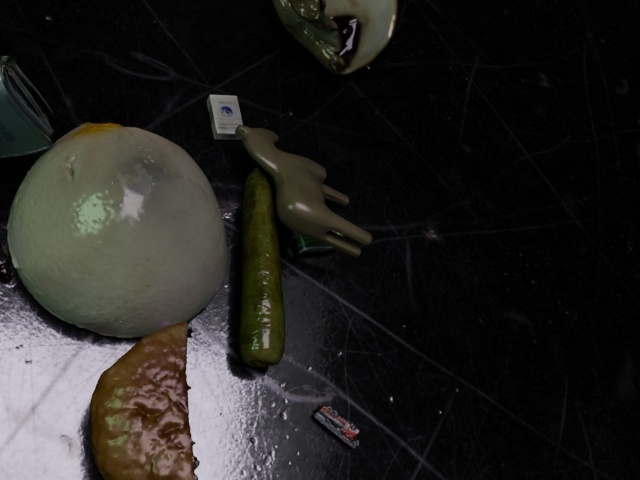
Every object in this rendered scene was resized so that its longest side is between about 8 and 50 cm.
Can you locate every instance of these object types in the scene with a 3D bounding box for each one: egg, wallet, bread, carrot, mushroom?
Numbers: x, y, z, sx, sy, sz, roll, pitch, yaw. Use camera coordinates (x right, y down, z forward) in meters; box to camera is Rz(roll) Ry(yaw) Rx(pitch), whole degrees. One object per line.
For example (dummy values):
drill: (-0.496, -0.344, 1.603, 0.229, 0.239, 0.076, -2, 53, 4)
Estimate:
egg: (-0.278, -0.034, 0.969, 0.337, 0.201, 0.336, 9, 62, -18)
wallet: (-0.505, -0.165, 0.903, 0.251, 0.176, 0.075, -11, 69, -1)
bread: (-0.237, 0.239, 0.889, 0.134, 0.129, 0.260, 7, 60, -21)
carrot: (-0.097, 0.031, 1.097, 0.074, 0.074, 0.358, 8, 60, -21)
mushroom: (0.022, -0.463, 1.383, 0.292, 0.212, 0.217, -52, 137, -46)

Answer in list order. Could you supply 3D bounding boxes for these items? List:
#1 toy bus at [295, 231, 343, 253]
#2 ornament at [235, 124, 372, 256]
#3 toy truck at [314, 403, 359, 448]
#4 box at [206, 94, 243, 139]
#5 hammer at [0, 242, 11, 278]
toy bus: (0.000, 0.000, 1.180, 0.083, 0.031, 0.037, -4, 74, -27)
ornament: (-0.037, -0.099, 1.160, 0.245, 0.061, 0.230, 25, 34, -26)
toy truck: (0.029, 0.288, 1.048, 0.083, 0.024, 0.032, 37, 78, -1)
box: (-0.172, -0.223, 1.220, 0.054, 0.024, 0.083, -4, 67, -24)
hammer: (-0.523, 0.044, 0.923, 0.178, 0.021, 0.065, -15, 72, -28)
